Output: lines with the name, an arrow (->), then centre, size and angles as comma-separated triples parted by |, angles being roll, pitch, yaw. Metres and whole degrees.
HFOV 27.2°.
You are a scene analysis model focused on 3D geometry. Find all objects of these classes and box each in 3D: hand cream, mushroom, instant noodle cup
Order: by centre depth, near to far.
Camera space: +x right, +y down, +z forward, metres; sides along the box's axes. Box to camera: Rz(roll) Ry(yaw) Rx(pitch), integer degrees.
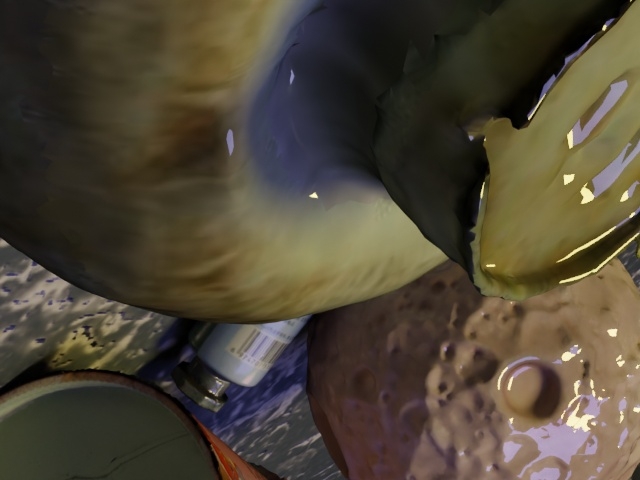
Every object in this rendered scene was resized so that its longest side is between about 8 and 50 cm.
mushroom -> 0.020, -0.121, 0.427 | 0.352, 0.260, 0.352 | -30, 151, -19
instant noodle cup -> -0.120, 0.212, 0.834 | 0.243, 0.243, 0.231 | -39, 151, -9
hand cream -> 0.000, 0.000, 0.874 | 0.271, 0.058, 0.091 | -51, 144, 11

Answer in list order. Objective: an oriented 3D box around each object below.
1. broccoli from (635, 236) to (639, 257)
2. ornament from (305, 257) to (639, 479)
broccoli -> 0.314, -0.090, 0.968 | 0.247, 0.243, 0.263 | 0, 129, -40
ornament -> 0.105, 0.091, 0.945 | 0.225, 0.259, 0.259 | -24, 153, -12
